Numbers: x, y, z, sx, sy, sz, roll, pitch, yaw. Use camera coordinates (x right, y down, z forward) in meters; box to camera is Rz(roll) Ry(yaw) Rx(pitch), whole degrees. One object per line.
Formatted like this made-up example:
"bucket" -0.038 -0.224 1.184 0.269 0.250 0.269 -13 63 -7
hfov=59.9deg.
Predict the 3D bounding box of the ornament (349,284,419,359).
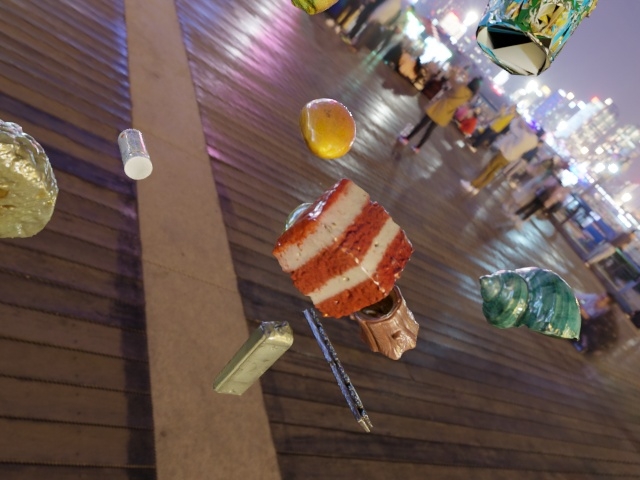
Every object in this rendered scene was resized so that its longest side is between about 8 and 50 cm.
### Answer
"ornament" 0.209 0.258 1.904 0.218 0.221 0.235 61 30 -48

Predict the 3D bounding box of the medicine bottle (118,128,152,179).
"medicine bottle" -0.601 -0.281 1.797 0.086 0.086 0.183 25 24 -40

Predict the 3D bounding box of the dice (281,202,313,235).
"dice" 0.000 0.000 2.131 0.238 0.233 0.227 13 -12 23

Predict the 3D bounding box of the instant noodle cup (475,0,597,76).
"instant noodle cup" 0.466 -0.496 1.238 0.240 0.178 0.240 30 -3 2

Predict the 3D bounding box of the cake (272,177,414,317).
"cake" 0.064 0.023 1.668 0.319 0.270 0.269 48 43 -10

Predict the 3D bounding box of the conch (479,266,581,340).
"conch" 0.431 0.126 1.176 0.202 0.134 0.196 2 8 -3

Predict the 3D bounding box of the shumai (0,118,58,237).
"shumai" -0.608 -0.142 1.045 0.189 0.256 0.218 0 51 -37

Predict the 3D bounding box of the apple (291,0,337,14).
"apple" -0.036 -0.603 1.124 0.246 0.246 0.226 51 0 12

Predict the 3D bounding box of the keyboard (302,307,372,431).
"keyboard" 0.039 0.298 1.315 0.317 0.027 0.106 61 -1 37

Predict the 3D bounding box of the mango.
"mango" 0.017 -0.263 1.310 0.141 0.102 0.217 44 33 -19

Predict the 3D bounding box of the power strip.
"power strip" -0.175 0.307 1.458 0.092 0.387 0.066 12 49 -28
